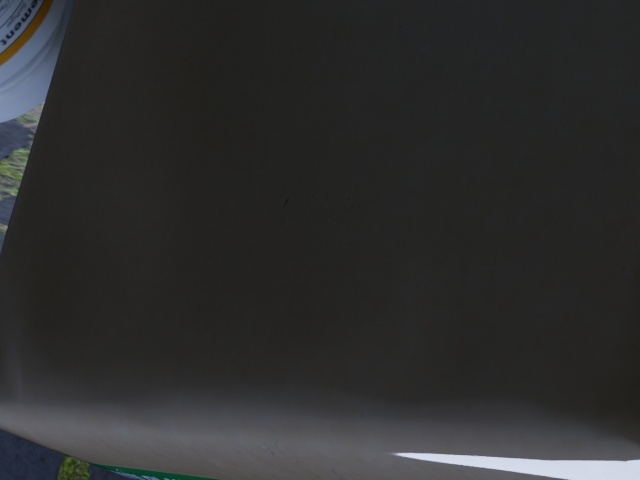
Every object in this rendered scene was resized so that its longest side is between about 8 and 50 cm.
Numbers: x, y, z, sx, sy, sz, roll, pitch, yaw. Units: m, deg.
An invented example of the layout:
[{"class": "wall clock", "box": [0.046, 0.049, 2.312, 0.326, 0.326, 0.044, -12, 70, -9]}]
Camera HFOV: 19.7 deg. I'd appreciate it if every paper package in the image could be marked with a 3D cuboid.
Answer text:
[{"class": "paper package", "box": [0.065, -0.054, 0.597, 0.168, 0.309, 0.325, 26, 162, -38]}]

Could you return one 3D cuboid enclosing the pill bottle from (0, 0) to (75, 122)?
[{"class": "pill bottle", "box": [-0.195, -0.143, 0.845, 0.136, 0.136, 0.245, 10, 165, 15]}]
